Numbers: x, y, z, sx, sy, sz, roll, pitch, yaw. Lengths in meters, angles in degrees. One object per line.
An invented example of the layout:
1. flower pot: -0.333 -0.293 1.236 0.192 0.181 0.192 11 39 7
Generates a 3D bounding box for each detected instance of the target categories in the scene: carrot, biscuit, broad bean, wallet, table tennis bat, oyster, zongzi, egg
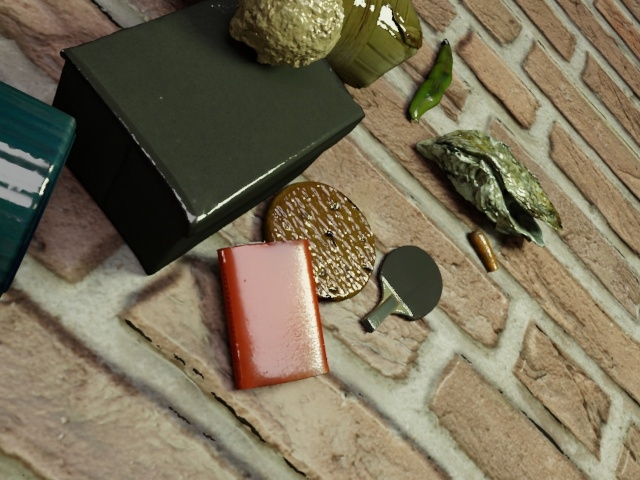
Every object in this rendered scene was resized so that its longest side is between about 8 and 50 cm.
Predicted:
1. carrot: 0.332 0.020 1.150 0.032 0.032 0.093 -26 89 -38
2. biscuit: 0.000 0.000 0.935 0.212 0.036 0.212 13 63 -27
3. broad bean: 0.257 -0.352 1.249 0.060 0.043 0.297 32 55 -5
4. wallet: -0.068 0.103 0.823 0.142 0.045 0.204 -6 82 -24
5. table tennis bat: 0.143 0.089 1.003 0.220 0.019 0.130 -37 92 -39
6. oyster: 0.353 -0.120 1.167 0.351 0.158 0.162 31 14 -10
7. zongzi: -0.066 -0.553 1.013 0.500 0.218 0.466 16 51 -38
8. egg: -0.041 -0.283 0.721 0.140 0.116 0.118 12 84 1

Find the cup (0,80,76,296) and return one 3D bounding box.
1. cup: -0.430 -0.057 0.551 0.292 0.242 0.307 23 57 -27

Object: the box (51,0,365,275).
1. box: -0.157 -0.162 0.796 0.345 0.204 0.251 -39 93 -38
